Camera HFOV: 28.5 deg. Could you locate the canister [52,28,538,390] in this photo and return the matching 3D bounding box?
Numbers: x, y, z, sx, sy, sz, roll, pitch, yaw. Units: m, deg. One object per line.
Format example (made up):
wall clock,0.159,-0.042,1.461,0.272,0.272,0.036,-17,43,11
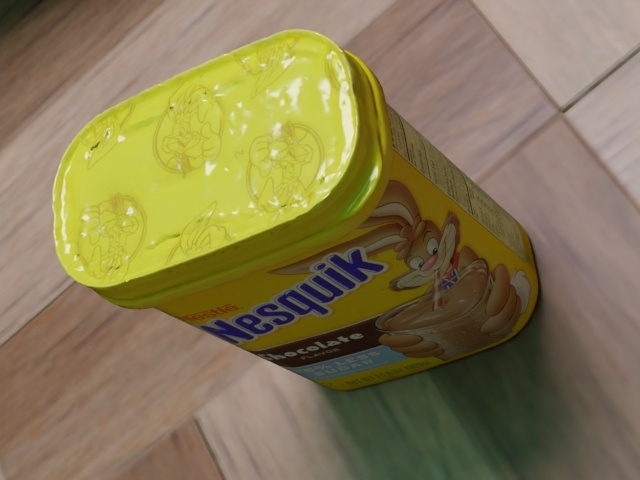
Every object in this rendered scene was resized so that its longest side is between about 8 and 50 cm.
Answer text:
canister,0.000,0.000,0.491,0.126,0.170,0.073,-20,62,24
